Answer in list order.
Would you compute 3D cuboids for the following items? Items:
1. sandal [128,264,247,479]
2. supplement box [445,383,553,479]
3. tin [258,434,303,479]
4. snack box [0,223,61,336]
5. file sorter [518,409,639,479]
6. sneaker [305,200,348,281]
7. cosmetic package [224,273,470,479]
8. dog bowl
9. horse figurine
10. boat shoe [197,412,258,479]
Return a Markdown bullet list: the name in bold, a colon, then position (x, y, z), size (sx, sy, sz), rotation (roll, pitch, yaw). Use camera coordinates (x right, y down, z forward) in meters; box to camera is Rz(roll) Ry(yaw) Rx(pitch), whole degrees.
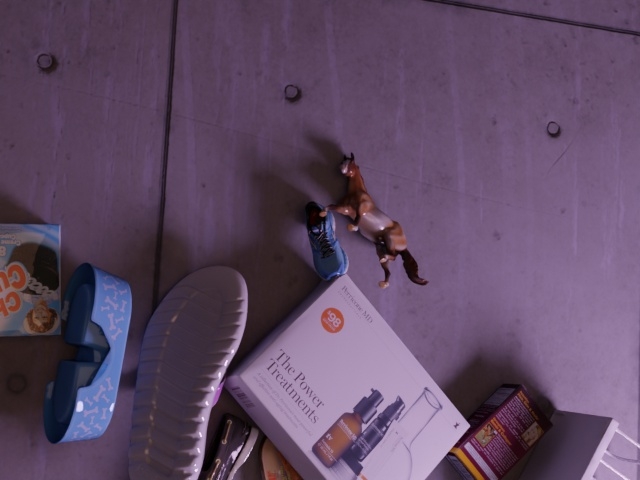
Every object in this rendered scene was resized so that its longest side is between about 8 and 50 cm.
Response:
- **sandal**: position (-0.231, 0.240, 1.881), size (0.169, 0.102, 0.416), rotation (11, 69, 15)
- **supplement box**: position (0.331, 0.369, 2.076), size (0.188, 0.081, 0.104), rotation (-41, 98, -17)
- **tin**: position (-0.053, 0.422, 1.964), size (0.106, 0.040, 0.190), rotation (-8, 87, -23)
- **snack box**: position (-0.586, 0.065, 1.786), size (0.322, 0.060, 0.187), rotation (0, 85, -25)
- **file sorter**: position (0.489, 0.486, 2.064), size (0.173, 0.193, 0.278), rotation (35, 75, -15)
- **sneaker**: position (0.000, 0.000, 1.969), size (0.063, 0.073, 0.162), rotation (-25, 58, 10)
- **cosmetic package**: position (0.050, 0.290, 1.959), size (0.377, 0.097, 0.284), rotation (50, 60, -9)
- **dog bowl**: position (-0.381, 0.189, 1.812), size (0.074, 0.166, 0.297), rotation (14, 80, -29)
- **horse figurine**: position (0.097, -0.020, 2.015), size (0.263, 0.066, 0.174), rotation (48, 29, -8)
- **boat shoe**: position (-0.190, 0.408, 1.897), size (0.068, 0.081, 0.228), rotation (33, 68, -10)
